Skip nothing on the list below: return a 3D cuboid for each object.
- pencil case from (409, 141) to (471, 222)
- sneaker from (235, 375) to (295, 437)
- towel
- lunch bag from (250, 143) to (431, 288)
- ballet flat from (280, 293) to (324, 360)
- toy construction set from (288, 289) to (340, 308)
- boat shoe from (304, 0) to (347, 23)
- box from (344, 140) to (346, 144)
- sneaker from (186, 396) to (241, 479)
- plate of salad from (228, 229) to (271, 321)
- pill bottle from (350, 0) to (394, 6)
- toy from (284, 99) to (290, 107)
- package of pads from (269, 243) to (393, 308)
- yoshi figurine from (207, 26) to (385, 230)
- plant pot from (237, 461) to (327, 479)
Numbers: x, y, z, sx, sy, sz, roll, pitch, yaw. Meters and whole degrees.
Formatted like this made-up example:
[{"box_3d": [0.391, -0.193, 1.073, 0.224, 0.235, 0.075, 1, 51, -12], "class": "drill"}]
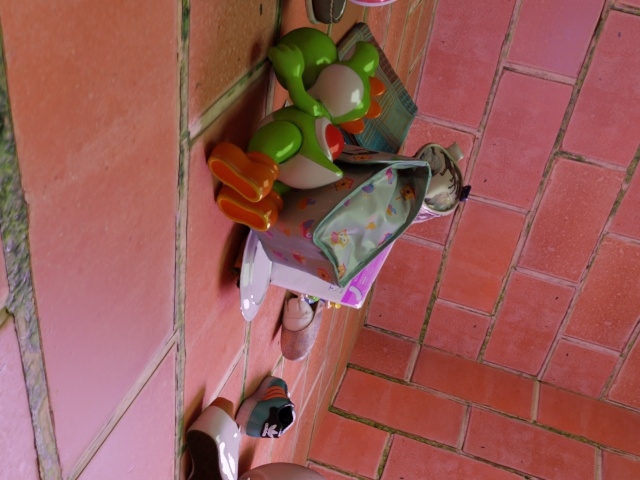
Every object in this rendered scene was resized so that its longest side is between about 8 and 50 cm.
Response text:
[{"box_3d": [0.169, -0.105, 1.746, 0.184, 0.159, 0.410, -36, -172, -30], "class": "pencil case"}, {"box_3d": [-0.115, 0.427, 1.830, 0.302, 0.121, 0.108, -29, 135, -76], "class": "sneaker"}, {"box_3d": [0.111, -0.320, 1.635, 0.271, 0.040, 0.370, 55, 35, -20], "class": "towel"}, {"box_3d": [0.032, -0.071, 1.235, 0.262, 0.223, 0.160, -44, 125, -20], "class": "lunch bag"}, {"box_3d": [-0.045, 0.160, 1.904, 0.106, 0.108, 0.315, 66, 32, -44], "class": "ballet flat"}, {"box_3d": [0.000, 0.000, 1.681, 0.215, 0.151, 0.327, 4, 95, -55], "class": "toy construction set"}, {"box_3d": [0.048, -0.473, 1.091, 0.116, 0.097, 0.324, -60, 165, -56], "class": "boat shoe"}, {"box_3d": [0.084, -0.231, 1.688, 0.153, 0.108, 0.207, 55, 32, -16], "class": "box"}, {"box_3d": [-0.195, 0.429, 1.449, 0.123, 0.106, 0.290, -57, 160, -50], "class": "sneaker"}, {"box_3d": [-0.130, 0.051, 1.365, 0.200, 0.048, 0.199, 6, 90, -81], "class": "plate of salad"}, {"box_3d": [0.092, -0.557, 1.256, 0.283, 0.161, 0.161, 82, 27, -67], "class": "pill bottle"}, {"box_3d": [-0.058, -0.125, 1.353, 0.137, 0.056, 0.237, 62, 38, -56], "class": "toy"}, {"box_3d": [0.033, -0.021, 1.497, 0.296, 0.229, 0.101, -65, -155, 15], "class": "package of pads"}, {"box_3d": [-0.053, -0.207, 1.168, 0.203, 0.204, 0.362, 51, 61, -28], "class": "yoshi figurine"}, {"box_3d": [-0.130, 0.694, 1.892, 0.191, 0.284, 0.284, 45, 55, -38], "class": "plant pot"}]
